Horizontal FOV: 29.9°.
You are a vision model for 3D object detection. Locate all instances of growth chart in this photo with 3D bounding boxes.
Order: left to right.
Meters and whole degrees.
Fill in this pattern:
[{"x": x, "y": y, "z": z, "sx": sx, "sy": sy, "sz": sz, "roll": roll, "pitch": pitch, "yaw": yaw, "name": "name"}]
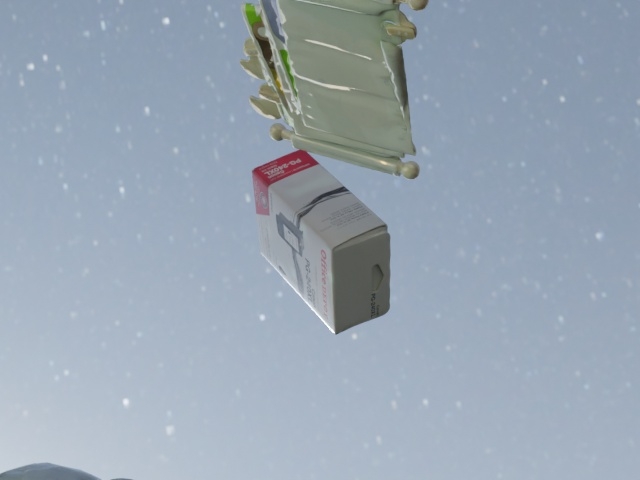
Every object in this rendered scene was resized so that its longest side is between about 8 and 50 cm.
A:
[{"x": 0.007, "y": -0.134, "z": 0.958, "sx": 0.172, "sy": 0.021, "sz": 0.237, "roll": 23, "pitch": -29, "yaw": 19, "name": "growth chart"}]

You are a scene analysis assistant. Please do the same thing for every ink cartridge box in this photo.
[{"x": 0.000, "y": 0.000, "z": 1.144, "sx": 0.063, "sy": 0.150, "sz": 0.109, "roll": -22, "pitch": -48, "yaw": -22, "name": "ink cartridge box"}]

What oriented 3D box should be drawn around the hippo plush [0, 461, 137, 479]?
[{"x": -0.126, "y": 0.247, "z": 0.742, "sx": 0.234, "sy": 0.294, "sz": 0.237, "roll": 0, "pitch": -52, "yaw": -1, "name": "hippo plush"}]
